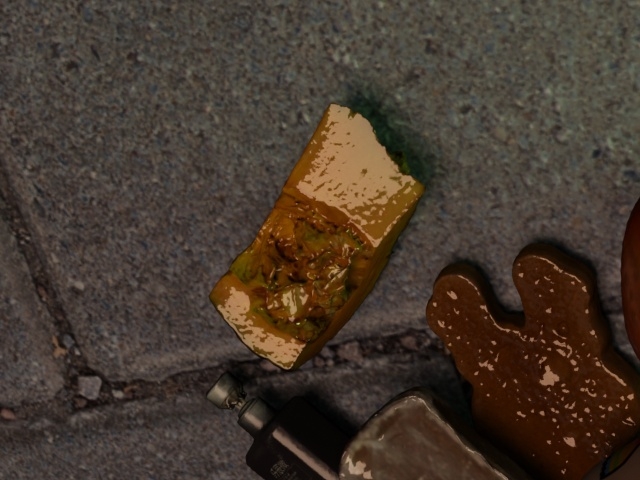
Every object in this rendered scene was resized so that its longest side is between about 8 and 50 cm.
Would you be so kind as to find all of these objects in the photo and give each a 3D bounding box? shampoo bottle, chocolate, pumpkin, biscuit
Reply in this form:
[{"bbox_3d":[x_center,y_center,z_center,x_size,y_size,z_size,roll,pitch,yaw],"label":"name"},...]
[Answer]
[{"bbox_3d":[0.009,0.246,1.832,0.309,0.071,0.098,39,145,3],"label":"shampoo bottle"},{"bbox_3d":[0.144,0.255,1.741,0.254,0.080,0.157,42,121,3],"label":"chocolate"},{"bbox_3d":[0.004,-0.004,1.710,0.131,0.126,0.248,41,104,12],"label":"pumpkin"},{"bbox_3d":[0.222,0.144,1.713,0.186,0.044,0.295,-13,107,32],"label":"biscuit"}]

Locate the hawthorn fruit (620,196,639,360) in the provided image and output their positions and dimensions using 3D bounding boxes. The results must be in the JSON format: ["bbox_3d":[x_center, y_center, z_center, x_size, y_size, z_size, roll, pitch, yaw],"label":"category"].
[{"bbox_3d":[0.369,0.019,1.495,0.231,0.235,0.263,7,78,2],"label":"hawthorn fruit"}]

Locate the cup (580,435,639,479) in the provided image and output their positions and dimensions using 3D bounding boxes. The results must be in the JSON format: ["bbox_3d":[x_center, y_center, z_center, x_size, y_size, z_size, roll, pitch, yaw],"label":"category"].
[{"bbox_3d":[0.335,0.256,1.560,0.200,0.253,0.191,-33,88,27],"label":"cup"}]
